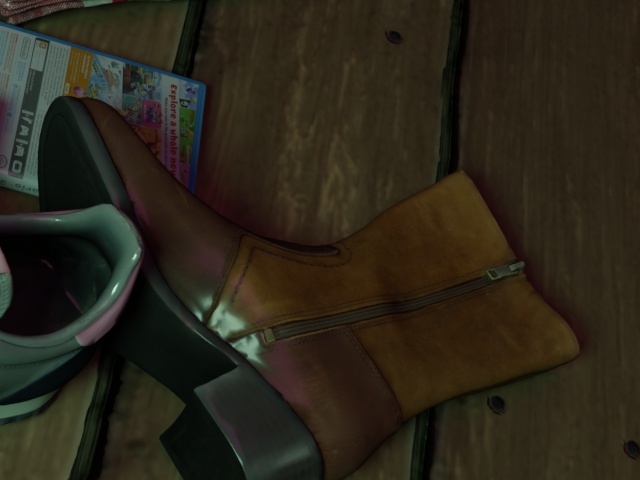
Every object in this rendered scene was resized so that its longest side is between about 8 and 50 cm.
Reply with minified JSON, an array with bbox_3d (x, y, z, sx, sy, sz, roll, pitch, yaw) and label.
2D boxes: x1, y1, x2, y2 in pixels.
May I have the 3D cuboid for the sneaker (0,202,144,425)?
[{"bbox_3d":[-0.215,0.035,0.697,0.319,0.131,0.112,-15,66,-53],"label":"sneaker"}]

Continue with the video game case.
[{"bbox_3d":[-0.154,-0.073,0.937,0.166,0.015,0.119,15,50,-16],"label":"video game case"}]

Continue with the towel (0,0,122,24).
[{"bbox_3d":[-0.121,-0.262,1.086,0.329,0.037,0.237,-13,61,-36],"label":"towel"}]

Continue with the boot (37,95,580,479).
[{"bbox_3d":[0.000,0.000,0.904,0.280,0.096,0.264,-23,69,-38],"label":"boot"}]
